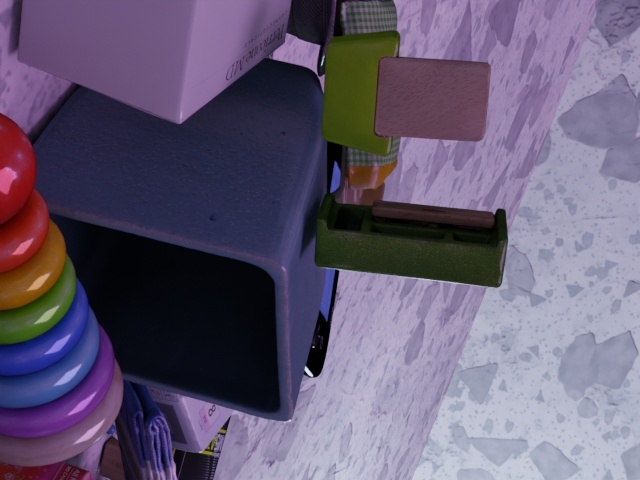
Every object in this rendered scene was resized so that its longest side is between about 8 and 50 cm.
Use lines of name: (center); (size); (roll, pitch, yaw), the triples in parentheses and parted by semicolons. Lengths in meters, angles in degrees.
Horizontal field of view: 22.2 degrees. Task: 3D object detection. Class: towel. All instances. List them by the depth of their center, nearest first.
towel: (-0.165, 0.245, 1.601); (0.209, 0.034, 0.285); (-130, -150, -62)

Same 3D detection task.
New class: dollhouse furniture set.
dollhouse furniture set: (0.087, -0.103, 1.400); (0.301, 0.151, 0.198); (-73, 167, -73)

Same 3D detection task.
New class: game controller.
game controller: (0.000, 0.000, 1.951); (0.166, 0.067, 0.319); (45, 52, -63)

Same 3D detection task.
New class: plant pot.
plant pot: (-0.105, -0.032, 1.433); (0.247, 0.248, 0.252); (89, 18, -53)

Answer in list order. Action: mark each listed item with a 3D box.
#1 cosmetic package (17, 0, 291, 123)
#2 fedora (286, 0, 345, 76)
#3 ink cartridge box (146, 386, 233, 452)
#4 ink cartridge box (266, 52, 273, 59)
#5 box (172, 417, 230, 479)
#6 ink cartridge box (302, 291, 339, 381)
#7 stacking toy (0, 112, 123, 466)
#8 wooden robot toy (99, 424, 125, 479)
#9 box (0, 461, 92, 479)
cosmetic package: (-0.102, -0.299, 1.214); (0.197, 0.155, 0.365); (-48, 154, -52)
fedora: (-0.034, -0.272, 1.457); (0.275, 0.124, 0.244); (-66, 161, -78)
ink cartridge box: (-0.114, 0.082, 1.761); (0.232, 0.066, 0.189); (-49, 136, -38)
ink cartridge box: (-0.075, -0.171, 1.694); (0.063, 0.029, 0.115); (-55, 159, -38)
box: (-0.147, 0.223, 1.900); (0.191, 0.045, 0.184); (53, 51, -77)
ink cartridge box: (-0.051, 0.119, 2.080); (0.175, 0.072, 0.127); (-12, 122, -70)
stacking toy: (-0.243, 0.027, 1.271); (0.141, 0.141, 0.330); (-55, 154, -37)
wooden robot toy: (-0.191, 0.234, 1.773); (0.076, 0.079, 0.173); (-38, 147, -60)
box: (-0.300, 0.304, 1.383); (0.123, 0.128, 0.257); (94, 18, -50)
